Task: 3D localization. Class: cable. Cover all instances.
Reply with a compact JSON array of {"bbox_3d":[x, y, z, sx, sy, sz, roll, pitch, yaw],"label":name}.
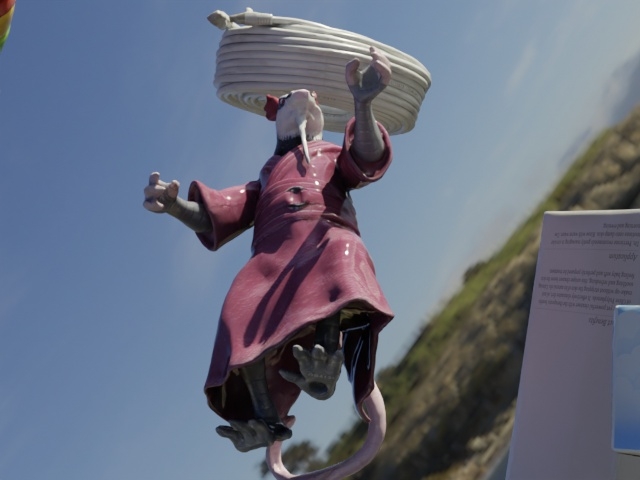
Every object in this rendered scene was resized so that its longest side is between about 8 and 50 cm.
[{"bbox_3d":[0.001,-0.189,1.510,0.257,0.257,0.089,40,-119,-80],"label":"cable"}]

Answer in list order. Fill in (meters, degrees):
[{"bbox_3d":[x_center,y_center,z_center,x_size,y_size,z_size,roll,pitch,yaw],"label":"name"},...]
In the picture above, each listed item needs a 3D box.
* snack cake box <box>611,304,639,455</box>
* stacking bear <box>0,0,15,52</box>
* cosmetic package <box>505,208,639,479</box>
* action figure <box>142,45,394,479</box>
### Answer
[{"bbox_3d":[0.315,0.090,0.726,0.152,0.264,0.089,19,-108,-60],"label":"snack cake box"},{"bbox_3d":[-0.400,-0.263,1.387,0.289,0.164,0.175,-44,-3,40],"label":"stacking bear"},{"bbox_3d":[0.273,0.162,1.113,0.197,0.155,0.366,-175,93,-72],"label":"cosmetic package"},{"bbox_3d":[0.000,0.000,1.184,0.276,0.248,0.370,52,-152,-43],"label":"action figure"}]
